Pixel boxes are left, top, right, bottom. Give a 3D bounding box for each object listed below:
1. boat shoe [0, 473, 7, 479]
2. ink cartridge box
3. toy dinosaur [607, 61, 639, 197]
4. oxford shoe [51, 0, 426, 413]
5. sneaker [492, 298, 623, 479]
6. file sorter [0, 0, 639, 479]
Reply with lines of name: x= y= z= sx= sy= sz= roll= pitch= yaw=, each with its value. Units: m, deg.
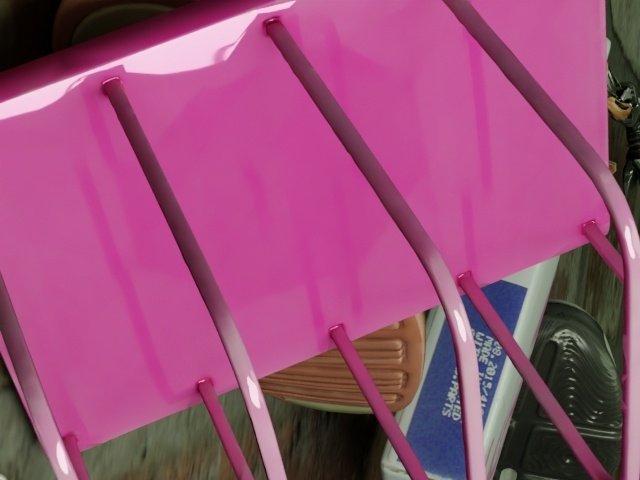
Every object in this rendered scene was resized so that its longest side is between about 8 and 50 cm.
boat shoe: x=-0.131 y=0.123 z=0.628 sx=0.206 sy=0.075 sz=0.065 roll=56 pitch=48 yaw=-57
ink cartridge box: x=0.122 y=0.063 z=1.126 sx=0.330 sy=0.071 sz=0.324 roll=79 pitch=28 yaw=-66
toy dinosaur: x=0.249 y=-0.138 z=1.546 sx=0.322 sy=0.164 sz=0.218 roll=-55 pitch=137 yaw=-13
oxford shoe: x=-0.011 y=-0.041 z=0.822 sx=0.397 sy=0.140 sz=0.147 roll=74 pitch=24 yaw=-53
sneaker: x=0.205 y=0.169 z=1.562 sx=0.257 sy=0.169 sz=0.447 roll=-75 pitch=170 yaw=-46
file sorter: x=0.021 y=0.023 z=0.625 sx=0.202 sy=0.290 sz=0.182 roll=78 pitch=-14 yaw=-45
